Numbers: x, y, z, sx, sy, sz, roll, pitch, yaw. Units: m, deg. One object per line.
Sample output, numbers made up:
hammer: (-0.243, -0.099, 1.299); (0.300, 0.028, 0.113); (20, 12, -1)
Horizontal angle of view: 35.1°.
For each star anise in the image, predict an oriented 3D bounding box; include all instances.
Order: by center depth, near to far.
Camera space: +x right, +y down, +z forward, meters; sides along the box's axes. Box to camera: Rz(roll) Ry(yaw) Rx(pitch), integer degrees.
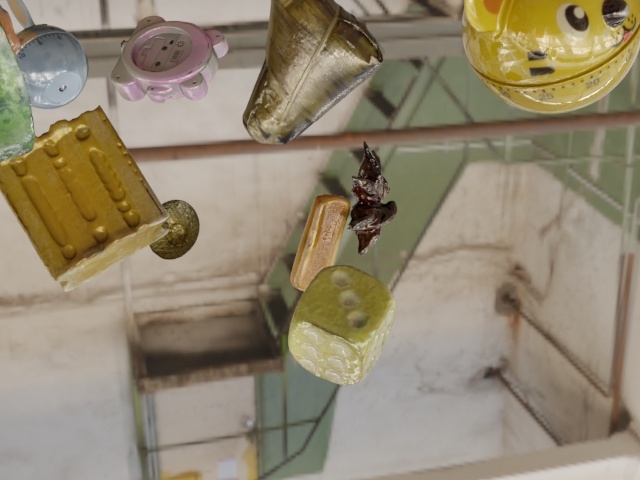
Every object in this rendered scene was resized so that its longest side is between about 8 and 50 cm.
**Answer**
star anise: (0.128, -0.089, 2.285); (0.103, 0.272, 0.272); (7, -155, 15)

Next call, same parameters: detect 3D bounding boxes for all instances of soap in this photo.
soap: (-0.542, -0.098, 2.288); (0.293, 0.156, 0.335); (-32, -103, -13)

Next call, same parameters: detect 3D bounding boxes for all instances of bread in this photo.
bread: (0.000, 0.000, 2.270); (0.093, 0.239, 0.074); (10, -158, -18)

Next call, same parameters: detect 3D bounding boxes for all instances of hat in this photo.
hat: (-0.335, -0.020, 2.411); (0.146, 0.146, 0.067); (12, 174, 25)

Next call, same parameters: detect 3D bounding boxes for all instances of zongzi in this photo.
zongzi: (-0.073, -0.340, 1.778); (0.286, 0.288, 0.134); (-40, -163, 13)

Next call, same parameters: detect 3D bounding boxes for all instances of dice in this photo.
dice: (0.043, 0.165, 1.988); (0.166, 0.169, 0.169); (23, -128, 15)

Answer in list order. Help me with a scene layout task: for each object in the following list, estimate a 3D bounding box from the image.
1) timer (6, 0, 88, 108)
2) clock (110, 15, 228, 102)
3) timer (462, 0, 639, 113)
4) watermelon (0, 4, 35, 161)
timer: (-0.560, -0.355, 1.921); (0.255, 0.175, 0.175); (34, -148, 8)
clock: (-0.361, -0.433, 2.439); (0.248, 0.090, 0.227); (11, -116, 21)
timer: (0.426, -0.435, 1.892); (0.376, 0.387, 0.376); (-13, -136, 13)
watermelon: (-0.527, -0.254, 1.245); (0.292, 0.319, 0.222); (-14, 170, -26)
